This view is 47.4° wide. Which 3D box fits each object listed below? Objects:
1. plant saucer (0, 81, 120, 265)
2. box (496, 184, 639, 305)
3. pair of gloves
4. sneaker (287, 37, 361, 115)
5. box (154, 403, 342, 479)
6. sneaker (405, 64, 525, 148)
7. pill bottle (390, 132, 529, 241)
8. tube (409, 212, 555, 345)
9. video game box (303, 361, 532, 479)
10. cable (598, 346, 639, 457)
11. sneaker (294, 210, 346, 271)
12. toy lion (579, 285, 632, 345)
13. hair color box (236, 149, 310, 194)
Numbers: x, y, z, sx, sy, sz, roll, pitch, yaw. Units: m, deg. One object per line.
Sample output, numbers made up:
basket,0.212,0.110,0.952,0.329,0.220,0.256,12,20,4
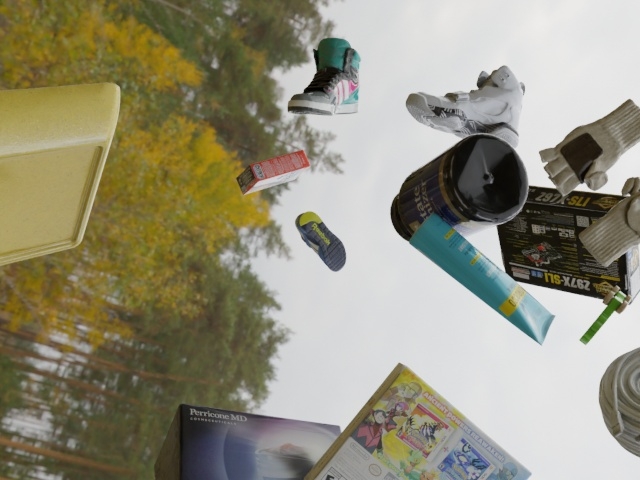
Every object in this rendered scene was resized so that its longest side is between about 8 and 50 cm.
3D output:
plant saucer,-0.463,-0.071,1.099,0.081,0.332,0.333,49,-49,22
box,0.579,0.003,1.729,0.322,0.257,0.079,11,-137,41
pair of gloves,0.513,-0.099,1.251,0.204,0.240,0.042,-29,174,5
sneaker,0.016,-0.386,1.717,0.295,0.123,0.178,-25,119,-63
box,-0.105,0.439,1.157,0.294,0.296,0.183,-106,-146,-53
sneaker,0.419,-0.401,2.057,0.137,0.365,0.210,-168,-86,-71
pill bottle,0.184,-0.060,1.027,0.219,0.122,0.123,146,-40,-68
tube,0.207,0.049,0.931,0.080,0.207,0.052,-39,166,-48
video game box,0.115,0.281,0.872,0.187,0.205,0.048,-49,-177,-3
cable,0.616,0.275,1.258,0.257,0.257,0.089,-71,148,-63
sneaker,0.000,0.000,1.455,0.053,0.144,0.059,-41,-161,-19
toy lion,0.445,0.122,1.150,0.096,0.034,0.100,-59,159,20
hair color box,-0.120,-0.174,1.856,0.093,0.167,0.053,-32,-101,56
